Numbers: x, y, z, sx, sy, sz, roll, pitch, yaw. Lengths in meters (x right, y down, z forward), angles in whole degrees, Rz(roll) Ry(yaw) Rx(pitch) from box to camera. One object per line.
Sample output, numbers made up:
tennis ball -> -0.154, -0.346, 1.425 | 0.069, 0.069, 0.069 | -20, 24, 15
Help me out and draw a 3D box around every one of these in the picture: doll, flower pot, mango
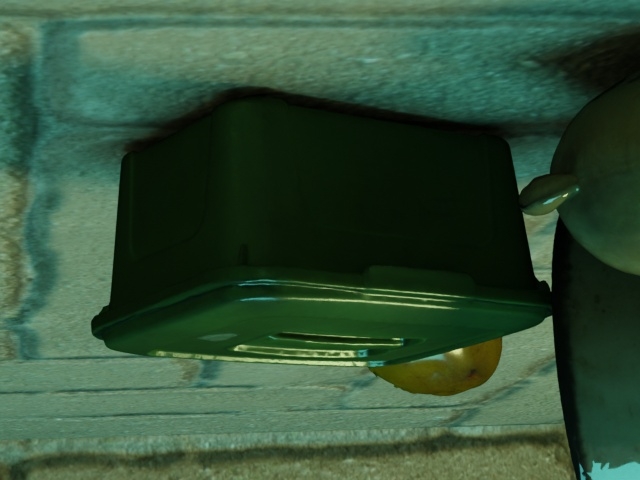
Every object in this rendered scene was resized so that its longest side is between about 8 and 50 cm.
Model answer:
doll -> 0.313, -0.064, 1.258 | 0.235, 0.174, 0.330 | -7, 173, -46
flower pot -> 0.374, 0.091, 1.448 | 0.330, 0.293, 0.293 | -7, 166, 21
mango -> 0.120, 0.096, 1.902 | 0.156, 0.151, 0.248 | -38, 159, 1

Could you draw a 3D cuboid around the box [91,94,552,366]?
box -> 0.000, 0.000, 1.455 | 0.329, 0.177, 0.253 | 5, 166, -36
